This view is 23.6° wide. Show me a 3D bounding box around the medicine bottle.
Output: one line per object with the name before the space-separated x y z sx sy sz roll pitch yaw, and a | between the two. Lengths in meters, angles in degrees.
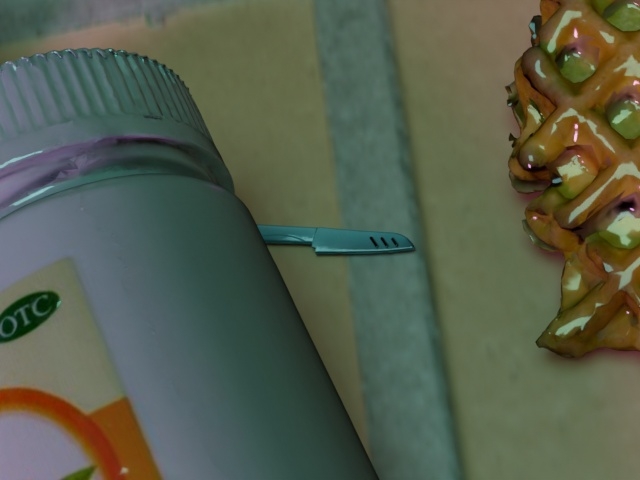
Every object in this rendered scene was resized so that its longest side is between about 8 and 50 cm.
medicine bottle | -0.065 0.091 0.612 0.158 0.158 0.318 -27 63 0

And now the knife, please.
knife | 0.000 0.000 0.724 0.091 0.005 0.014 3 66 13

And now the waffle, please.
waffle | 0.206 -0.047 0.676 0.254 0.052 0.245 4 68 13
